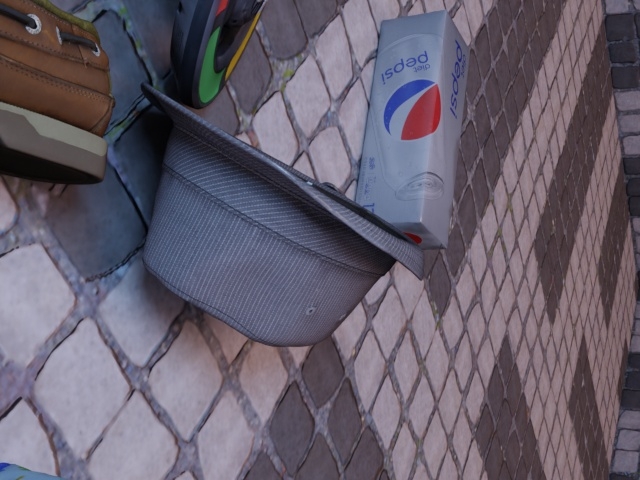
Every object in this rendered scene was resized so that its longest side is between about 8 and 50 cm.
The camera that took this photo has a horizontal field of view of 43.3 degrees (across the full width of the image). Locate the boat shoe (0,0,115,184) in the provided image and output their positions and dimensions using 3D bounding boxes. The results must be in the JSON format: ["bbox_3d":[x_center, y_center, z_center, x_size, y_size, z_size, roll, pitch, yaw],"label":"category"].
[{"bbox_3d":[-0.216,-0.111,0.400,0.307,0.110,0.104,28,66,-70],"label":"boat shoe"}]

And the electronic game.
[{"bbox_3d":[-0.057,-0.210,0.630,0.229,0.048,0.229,-156,-90,-87],"label":"electronic game"}]

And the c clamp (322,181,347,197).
[{"bbox_3d":[0.000,0.000,0.863,0.137,0.022,0.161,64,39,-38],"label":"c clamp"}]

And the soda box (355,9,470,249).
[{"bbox_3d":[0.117,-0.136,1.003,0.098,0.091,0.286,37,58,-54],"label":"soda box"}]

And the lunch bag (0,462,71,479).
[{"bbox_3d":[-0.162,0.219,0.459,0.096,0.129,0.151,-23,111,-54],"label":"lunch bag"}]

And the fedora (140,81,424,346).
[{"bbox_3d":[-0.048,-0.001,0.628,0.124,0.243,0.275,-60,154,4],"label":"fedora"}]
